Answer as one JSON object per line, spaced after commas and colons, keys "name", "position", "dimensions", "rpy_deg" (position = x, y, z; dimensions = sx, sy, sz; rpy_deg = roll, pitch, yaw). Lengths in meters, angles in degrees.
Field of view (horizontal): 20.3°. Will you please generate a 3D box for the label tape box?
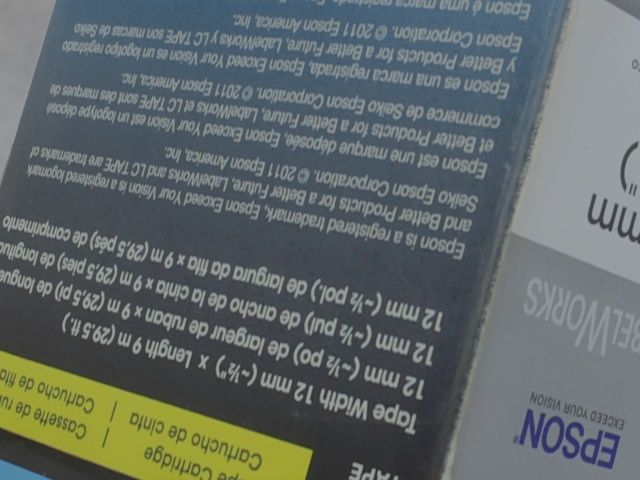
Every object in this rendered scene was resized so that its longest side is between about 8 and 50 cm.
{"name": "label tape box", "position": [0.000, 0.000, 0.623], "dimensions": [0.115, 0.249, 0.348], "rpy_deg": [18, 85, -44]}
